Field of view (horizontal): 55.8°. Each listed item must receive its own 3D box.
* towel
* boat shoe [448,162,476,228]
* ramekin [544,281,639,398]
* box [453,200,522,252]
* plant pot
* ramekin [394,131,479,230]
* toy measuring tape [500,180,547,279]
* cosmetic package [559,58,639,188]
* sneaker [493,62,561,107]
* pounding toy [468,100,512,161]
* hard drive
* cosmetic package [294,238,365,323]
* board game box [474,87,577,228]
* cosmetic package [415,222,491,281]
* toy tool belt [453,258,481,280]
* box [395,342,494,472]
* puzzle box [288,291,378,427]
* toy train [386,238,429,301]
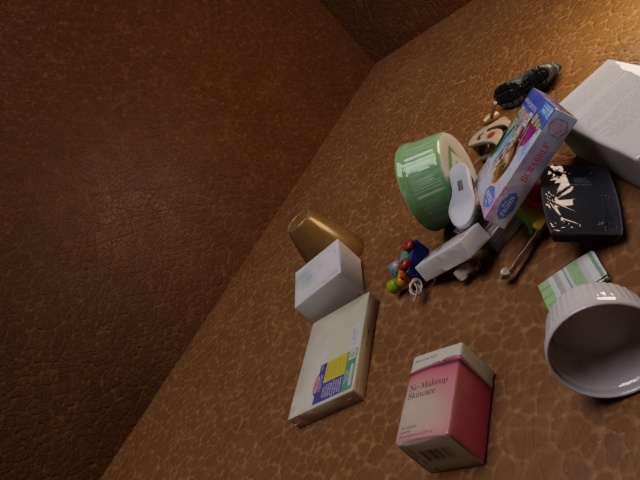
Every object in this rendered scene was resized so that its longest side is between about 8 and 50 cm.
[{"bbox_3d":[0.577,0.097,1.383,0.152,0.023,0.113,-40,19,24],"label":"towel"},{"bbox_3d":[0.414,-0.118,1.738,0.080,0.076,0.228,-23,46,28],"label":"boat shoe"},{"bbox_3d":[0.514,0.174,1.109,0.207,0.207,0.109,-37,13,25],"label":"ramekin"},{"bbox_3d":[0.521,-0.082,1.765,0.231,0.056,0.183,-50,21,-6],"label":"box"},{"bbox_3d":[0.000,0.000,2.375,0.237,0.254,0.237,-40,21,18],"label":"plant pot"},{"bbox_3d":[0.381,-0.195,1.922,0.148,0.303,0.303,-23,31,34],"label":"ramekin"},{"bbox_3d":[0.532,-0.053,1.593,0.330,0.121,0.121,-52,21,-12],"label":"toy measuring tape"},{"bbox_3d":[0.774,-0.283,1.476,0.230,0.161,0.453,-43,20,13],"label":"cosmetic package"},{"bbox_3d":[0.747,-0.559,2.178,0.106,0.101,0.267,-34,9,-35],"label":"sneaker"},{"bbox_3d":[0.571,-0.357,2.029,0.154,0.155,0.269,-38,22,12],"label":"pounding toy"},{"bbox_3d":[0.622,-0.089,1.460,0.172,0.054,0.255,2,44,12],"label":"hard drive"},{"bbox_3d":[0.029,0.154,2.190,0.224,0.138,0.225,-40,25,19],"label":"cosmetic package"},{"bbox_3d":[0.530,-0.229,1.614,0.318,0.066,0.319,-63,3,24],"label":"board game box"},{"bbox_3d":[0.372,0.036,1.724,0.099,0.060,0.239,-42,0,-30],"label":"cosmetic package"},{"bbox_3d":[0.415,0.077,1.690,0.083,0.052,0.051,-44,-19,26],"label":"toy tool belt"},{"bbox_3d":[0.276,0.366,1.328,0.148,0.127,0.232,-30,27,40],"label":"box"},{"bbox_3d":[0.047,0.367,1.894,0.272,0.052,0.409,-33,25,33],"label":"puzzle box"},{"bbox_3d":[0.258,0.123,1.866,0.143,0.105,0.248,-43,18,42],"label":"toy train"}]
